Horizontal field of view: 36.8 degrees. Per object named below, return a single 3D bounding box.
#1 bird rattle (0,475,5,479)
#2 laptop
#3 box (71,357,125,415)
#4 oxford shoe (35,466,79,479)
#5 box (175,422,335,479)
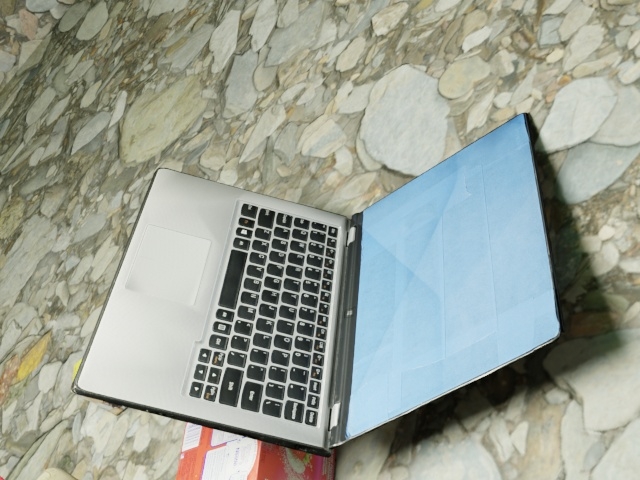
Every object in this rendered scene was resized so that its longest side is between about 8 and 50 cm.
[{"bbox_3d":[-0.457,0.459,1.353,0.253,0.143,0.207,-41,46,-5],"label":"bird rattle"},{"bbox_3d":[0.000,0.000,1.021,0.382,0.408,0.236,-82,9,-52],"label":"laptop"},{"bbox_3d":[-0.244,0.153,1.355,0.232,0.087,0.058,-39,35,22],"label":"box"},{"bbox_3d":[-0.419,0.472,1.224,0.397,0.140,0.146,-48,49,-10],"label":"oxford shoe"},{"bbox_3d":[-0.074,0.306,0.990,0.128,0.123,0.257,-25,44,33],"label":"box"}]
